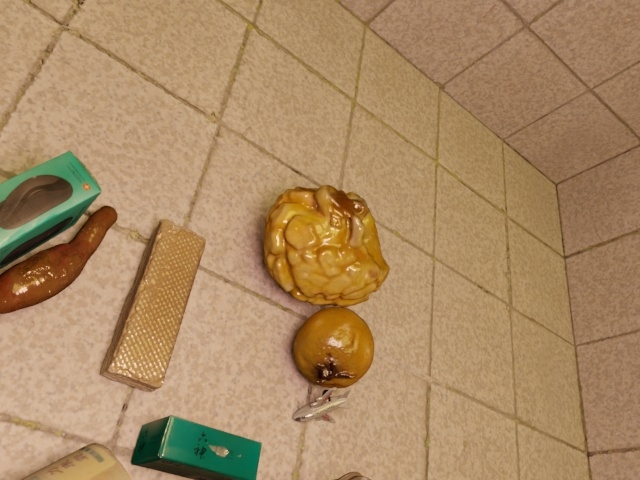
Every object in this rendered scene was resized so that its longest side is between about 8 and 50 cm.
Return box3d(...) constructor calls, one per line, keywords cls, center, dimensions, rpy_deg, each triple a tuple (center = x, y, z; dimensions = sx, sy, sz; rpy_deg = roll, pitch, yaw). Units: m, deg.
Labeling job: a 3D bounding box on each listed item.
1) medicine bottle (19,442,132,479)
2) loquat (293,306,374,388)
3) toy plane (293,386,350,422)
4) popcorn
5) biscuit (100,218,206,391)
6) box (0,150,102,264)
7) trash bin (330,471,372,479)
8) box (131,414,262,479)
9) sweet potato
box3d(cls="medicine bottle", center=(-0.528, 0.547, 0.959), dimensions=(0.406, 0.235, 0.236), rpy_deg=(-20, 83, -47))
box3d(cls="loquat", center=(0.038, 0.306, 1.596), dimensions=(0.243, 0.244, 0.244), rpy_deg=(20, 56, -34))
box3d(cls="toy plane", center=(0.004, 0.464, 1.583), dimensions=(0.171, 0.162, 0.066), rpy_deg=(-9, 42, -11))
box3d(cls="popcorn", center=(0.006, 0.016, 1.668), dimensions=(0.354, 0.344, 0.390), rpy_deg=(-24, 113, -7))
box3d(cls="biscuit", center=(-0.401, 0.145, 1.395), dimensions=(0.144, 0.078, 0.426), rpy_deg=(30, 51, -26))
box3d(cls="box", center=(-0.639, -0.041, 1.189), dimensions=(0.118, 0.205, 0.311), rpy_deg=(51, 43, -6))
box3d(cls="trash bin", center=(0.018, 0.672, 1.347), dimensions=(0.209, 0.290, 0.182), rpy_deg=(-23, 85, -47))
box3d(cls="box", center=(-0.275, 0.480, 1.280), dimensions=(0.244, 0.153, 0.092), rpy_deg=(30, 52, -29))
box3d(cls="sweet potato", center=(-0.579, 0.046, 1.274), dimensions=(0.109, 0.109, 0.385), rpy_deg=(50, 39, -10))
